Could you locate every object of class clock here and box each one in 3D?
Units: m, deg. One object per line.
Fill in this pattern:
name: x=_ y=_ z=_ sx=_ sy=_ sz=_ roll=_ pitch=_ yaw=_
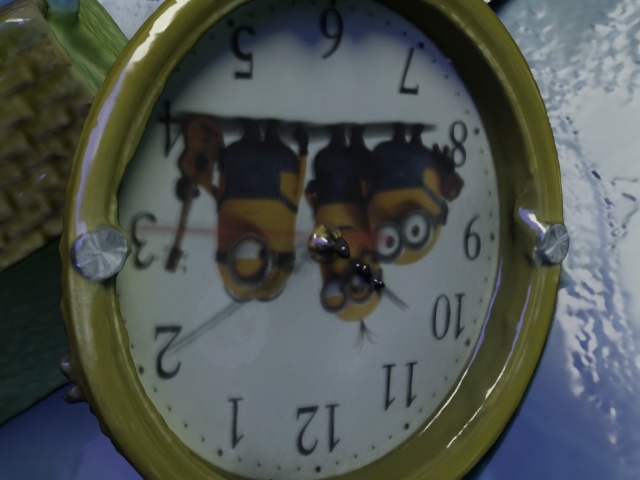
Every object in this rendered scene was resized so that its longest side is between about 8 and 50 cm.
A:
clock: x=0.000 y=0.000 z=0.458 sx=0.057 sy=0.237 sz=0.237 roll=6 pitch=66 yaw=52

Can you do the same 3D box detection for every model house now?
model house: x=-0.169 y=-0.053 z=0.503 sx=0.195 sy=0.189 sz=0.214 roll=-28 pitch=68 yaw=-3

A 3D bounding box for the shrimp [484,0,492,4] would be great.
shrimp: x=0.060 y=-0.180 z=0.585 sx=0.251 sy=0.052 sz=0.143 roll=-32 pitch=77 yaw=6
